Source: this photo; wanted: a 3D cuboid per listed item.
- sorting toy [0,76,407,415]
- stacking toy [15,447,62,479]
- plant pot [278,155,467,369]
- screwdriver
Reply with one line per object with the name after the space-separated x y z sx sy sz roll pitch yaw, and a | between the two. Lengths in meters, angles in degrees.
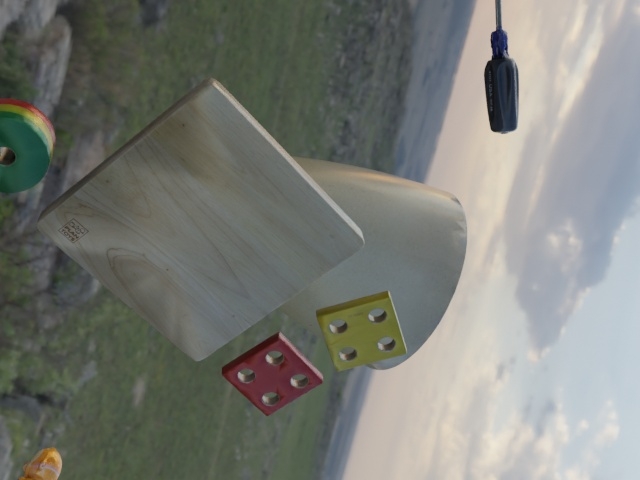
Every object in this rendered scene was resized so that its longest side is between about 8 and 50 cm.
-0.061 -0.009 0.583 0.132 0.274 0.046 -36 -152 18 | sorting toy
-0.398 0.391 1.237 0.175 0.166 0.301 119 -8 -57 | stacking toy
0.000 0.000 1.281 0.256 0.274 0.256 -48 -151 37 | plant pot
0.121 -0.158 0.684 0.025 0.024 0.169 -85 172 -88 | screwdriver
